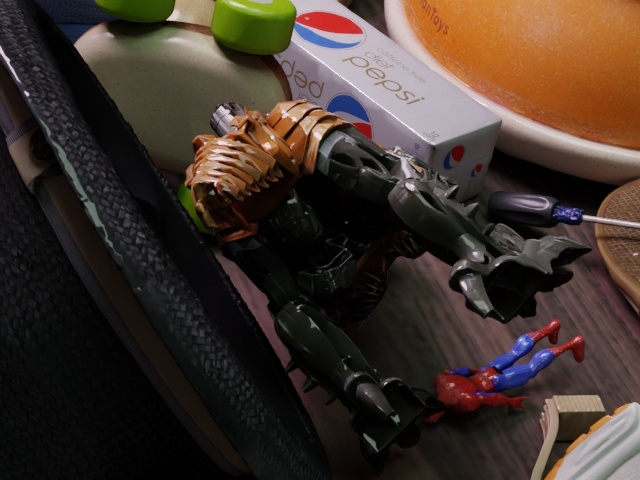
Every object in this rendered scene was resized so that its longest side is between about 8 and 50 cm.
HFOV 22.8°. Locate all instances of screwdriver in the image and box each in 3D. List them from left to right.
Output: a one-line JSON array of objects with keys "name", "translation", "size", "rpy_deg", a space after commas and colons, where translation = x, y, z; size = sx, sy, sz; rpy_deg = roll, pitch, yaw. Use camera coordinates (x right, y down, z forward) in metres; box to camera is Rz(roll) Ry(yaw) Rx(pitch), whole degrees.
[{"name": "screwdriver", "translation": [0.187, -0.015, 1.056], "size": [0.170, 0.025, 0.024], "rpy_deg": [7, 63, 37]}]

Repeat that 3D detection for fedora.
[{"name": "fedora", "translation": [-0.135, 0.034, 0.813], "size": [0.152, 0.334, 0.334], "rpy_deg": [-33, 47, 1]}]

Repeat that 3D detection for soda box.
[{"name": "soda box", "translation": [0.024, -0.106, 1.138], "size": [0.074, 0.069, 0.216], "rpy_deg": [-22, 50, -38]}]

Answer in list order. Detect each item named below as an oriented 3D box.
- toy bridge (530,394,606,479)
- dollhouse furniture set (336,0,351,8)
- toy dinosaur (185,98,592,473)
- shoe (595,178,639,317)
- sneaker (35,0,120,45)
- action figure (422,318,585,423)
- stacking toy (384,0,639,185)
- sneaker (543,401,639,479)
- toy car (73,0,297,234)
[{"name": "toy bridge", "translation": [0.147, 0.158, 0.868], "size": [0.063, 0.026, 0.188], "rpy_deg": [1, 39, -11]}, {"name": "dollhouse furniture set", "translation": [0.022, -0.244, 1.351], "size": [0.144, 0.123, 0.151], "rpy_deg": [27, 74, 18]}, {"name": "toy dinosaur", "translation": [0.000, 0.000, 0.875], "size": [0.218, 0.164, 0.322], "rpy_deg": [45, 32, 16]}, {"name": "shoe", "translation": [0.238, 0.037, 1.035], "size": [0.077, 0.058, 0.219], "rpy_deg": [-24, 37, 4]}, {"name": "sneaker", "translation": [-0.261, -0.189, 1.100], "size": [0.330, 0.147, 0.130], "rpy_deg": [-13, 44, -29]}, {"name": "action figure", "translation": [0.106, 0.083, 0.952], "size": [0.115, 0.030, 0.038], "rpy_deg": [-20, 42, -29]}, {"name": "stacking toy", "translation": [0.255, -0.306, 1.123], "size": [0.351, 0.479, 0.350], "rpy_deg": [8, 38, -6]}, {"name": "sneaker", "translation": [0.149, 0.162, 0.784], "size": [0.262, 0.099, 0.121], "rpy_deg": [-31, 64, -11]}, {"name": "toy car", "translation": [-0.080, -0.118, 1.072], "size": [0.149, 0.155, 0.188], "rpy_deg": [16, 25, 4]}]
